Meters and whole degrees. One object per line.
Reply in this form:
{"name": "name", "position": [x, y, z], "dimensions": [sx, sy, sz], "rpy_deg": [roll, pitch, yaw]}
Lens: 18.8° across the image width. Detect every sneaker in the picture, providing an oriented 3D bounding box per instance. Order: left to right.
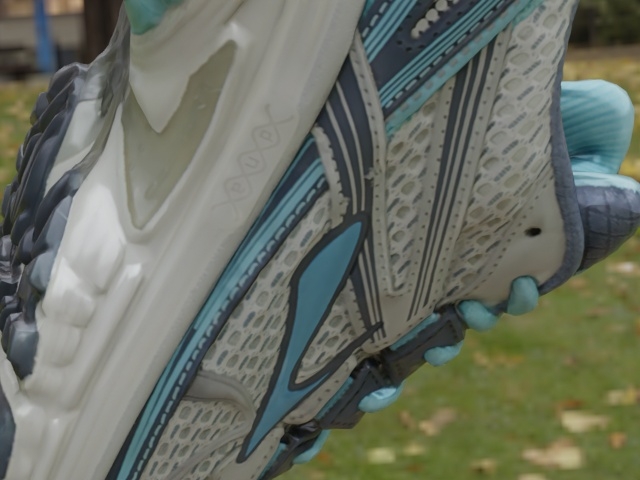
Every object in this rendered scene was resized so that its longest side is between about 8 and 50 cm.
{"name": "sneaker", "position": [0.000, 0.000, 0.398], "dimensions": [0.122, 0.283, 0.110], "rpy_deg": [16, 33, -14]}
